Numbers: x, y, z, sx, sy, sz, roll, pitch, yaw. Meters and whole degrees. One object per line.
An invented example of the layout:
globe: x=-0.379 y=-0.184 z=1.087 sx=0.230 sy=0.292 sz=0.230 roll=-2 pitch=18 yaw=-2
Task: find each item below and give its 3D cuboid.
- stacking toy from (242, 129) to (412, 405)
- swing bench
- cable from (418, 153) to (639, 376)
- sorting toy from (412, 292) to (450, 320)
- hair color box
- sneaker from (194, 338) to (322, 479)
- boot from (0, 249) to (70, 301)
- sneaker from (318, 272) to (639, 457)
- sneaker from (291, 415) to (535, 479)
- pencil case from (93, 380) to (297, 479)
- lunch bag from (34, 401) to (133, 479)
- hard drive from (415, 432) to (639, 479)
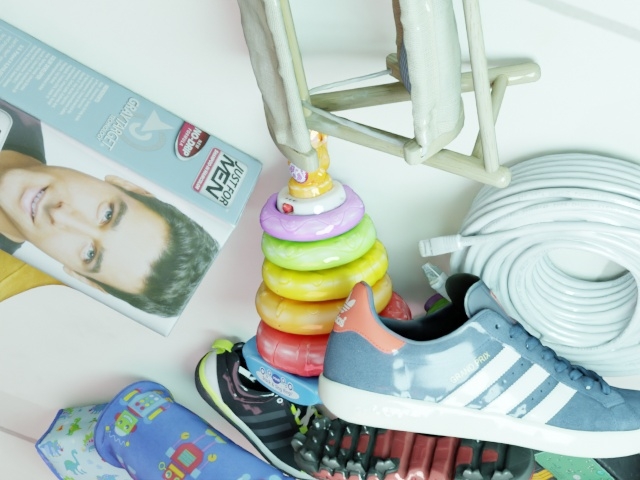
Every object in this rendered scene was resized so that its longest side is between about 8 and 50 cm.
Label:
stacking toy: x=0.000 y=0.000 z=1.430 sx=0.175 sy=0.166 sz=0.301 roll=23 pitch=130 yaw=47
swing bench: x=0.038 y=-0.194 z=1.186 sx=0.255 sy=0.165 sz=0.253 roll=5 pitch=136 yaw=19
cable: x=0.257 y=0.029 z=1.384 sx=0.257 sy=0.089 sz=0.257 roll=-22 pitch=124 yaw=38
sorting toy: x=0.113 y=0.087 z=1.541 sx=0.042 sy=0.061 sz=0.102 roll=52 pitch=141 yaw=32
hair color box: x=-0.270 y=-0.076 z=1.458 sx=0.374 sy=0.113 sz=0.185 roll=28 pitch=130 yaw=-7
sneaker: x=-0.046 y=0.202 z=1.696 sx=0.235 sy=0.084 sz=0.097 roll=37 pitch=135 yaw=-16
boot: x=-0.355 y=0.044 z=1.566 sx=0.295 sy=0.211 sz=0.104 roll=37 pitch=137 yaw=-16
sneaker: x=0.178 y=0.112 z=1.356 sx=0.350 sy=0.131 sz=0.148 roll=8 pitch=95 yaw=-12
sneaker: x=0.103 y=0.267 z=1.594 sx=0.276 sy=0.097 sz=0.135 roll=4 pitch=133 yaw=17
pencil case: x=-0.134 y=0.284 z=1.707 sx=0.306 sy=0.119 sz=0.133 roll=30 pitch=170 yaw=35
lunch bag: x=-0.274 y=0.289 z=1.875 sx=0.129 sy=0.096 sz=0.151 roll=-13 pitch=118 yaw=32
hard drive: x=0.224 y=0.249 z=1.646 sx=0.339 sy=0.064 sz=0.237 roll=43 pitch=135 yaw=-21
